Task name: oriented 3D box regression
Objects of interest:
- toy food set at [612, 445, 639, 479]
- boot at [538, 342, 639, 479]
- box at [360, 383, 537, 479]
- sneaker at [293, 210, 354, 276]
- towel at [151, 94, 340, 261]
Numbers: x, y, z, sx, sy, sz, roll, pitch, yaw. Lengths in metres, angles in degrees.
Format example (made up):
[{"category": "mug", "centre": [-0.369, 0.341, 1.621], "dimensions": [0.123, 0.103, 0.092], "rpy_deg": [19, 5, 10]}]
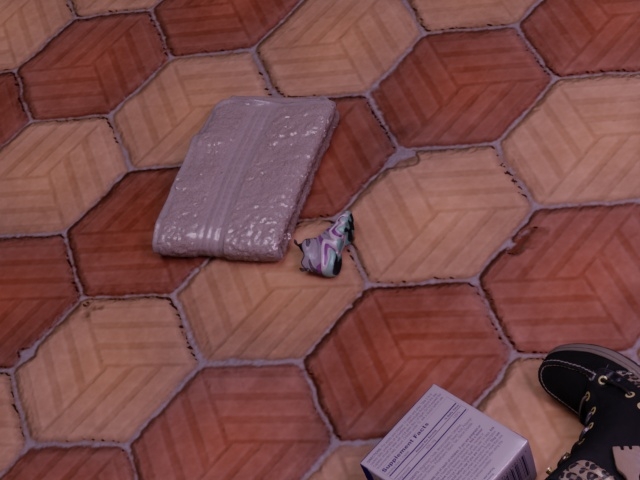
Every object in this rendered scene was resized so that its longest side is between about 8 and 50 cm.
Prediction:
[{"category": "toy food set", "centre": [0.383, 0.224, 1.455], "dimensions": [0.192, 0.038, 0.132], "rpy_deg": [-3, 41, 0]}, {"category": "boot", "centre": [0.276, 0.201, 1.583], "dimensions": [0.178, 0.085, 0.236], "rpy_deg": [-32, 38, -29]}, {"category": "box", "centre": [0.137, 0.244, 1.639], "dimensions": [0.137, 0.072, 0.126], "rpy_deg": [30, 65, 37]}, {"category": "sneaker", "centre": [0.000, 0.000, 1.934], "dimensions": [0.069, 0.038, 0.098], "rpy_deg": [5, 51, 23]}, {"category": "towel", "centre": [-0.095, -0.088, 2.042], "dimensions": [0.187, 0.049, 0.282], "rpy_deg": [2, 51, 23]}]
